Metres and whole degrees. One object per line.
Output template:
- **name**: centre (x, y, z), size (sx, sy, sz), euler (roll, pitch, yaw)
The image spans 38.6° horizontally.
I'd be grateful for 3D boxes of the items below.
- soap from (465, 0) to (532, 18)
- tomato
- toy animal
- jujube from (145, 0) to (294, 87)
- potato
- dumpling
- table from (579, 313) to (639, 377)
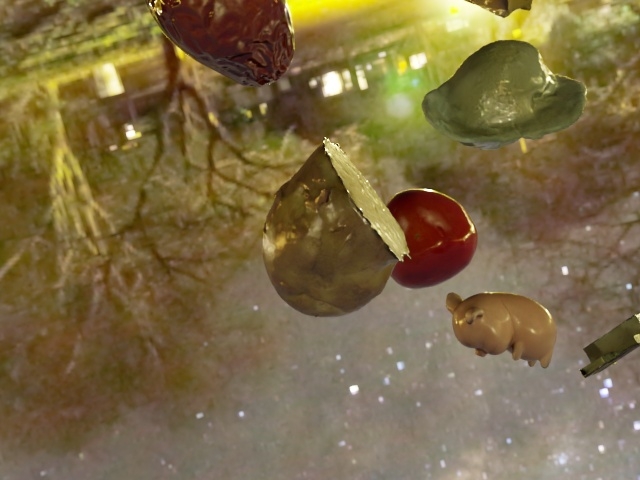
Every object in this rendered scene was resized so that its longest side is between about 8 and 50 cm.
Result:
- **soap**: centre (0.307, -0.523, 1.743), size (0.076, 0.135, 0.233), euler (-20, -141, -22)
- **tomato**: centre (0.283, -0.002, 2.528), size (0.299, 0.298, 0.226), euler (-14, 175, 8)
- **toy animal**: centre (0.415, 0.194, 2.063), size (0.250, 0.154, 0.166), euler (14, 168, -16)
- **jujube**: centre (-0.129, -0.319, 1.271), size (0.190, 0.190, 0.255), euler (-12, 154, 23)
- **potato**: centre (0.000, 0.000, 1.650), size (0.237, 0.288, 0.301), euler (-33, 178, 13)
- **dumpling**: centre (0.359, -0.291, 1.822), size (0.320, 0.212, 0.270), euler (-44, -163, -6)
- **table**: centre (0.639, 0.220, 1.953), size (0.175, 0.062, 0.146), euler (-4, 148, -48)
